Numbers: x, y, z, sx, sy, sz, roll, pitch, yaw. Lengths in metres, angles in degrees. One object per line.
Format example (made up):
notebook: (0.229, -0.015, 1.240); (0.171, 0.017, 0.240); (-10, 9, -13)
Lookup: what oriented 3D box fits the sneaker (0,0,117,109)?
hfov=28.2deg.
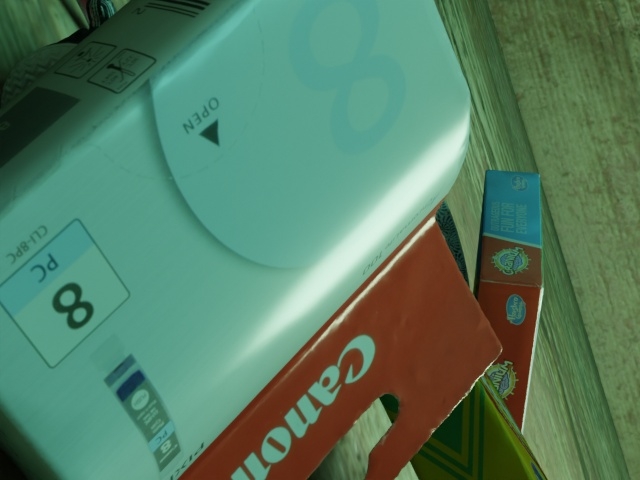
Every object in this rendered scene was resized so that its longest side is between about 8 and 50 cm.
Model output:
sneaker: (-0.093, -0.024, 0.800); (0.153, 0.101, 0.269); (-77, 147, -57)

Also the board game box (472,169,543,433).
board game box: (0.200, 0.115, 1.438); (0.242, 0.064, 0.316); (-75, 169, -59)

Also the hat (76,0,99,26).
hat: (-0.203, -0.210, 0.752); (0.208, 0.183, 0.173); (24, 27, -11)

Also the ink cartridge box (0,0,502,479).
ink cartridge box: (-0.020, 0.046, 0.703); (0.308, 0.091, 0.385); (-46, 128, -23)

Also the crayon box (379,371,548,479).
crayon box: (0.137, 0.197, 1.035); (0.202, 0.081, 0.318); (52, 9, -52)

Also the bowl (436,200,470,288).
bowl: (0.101, 0.021, 1.385); (0.170, 0.080, 0.170); (-16, 90, -72)
